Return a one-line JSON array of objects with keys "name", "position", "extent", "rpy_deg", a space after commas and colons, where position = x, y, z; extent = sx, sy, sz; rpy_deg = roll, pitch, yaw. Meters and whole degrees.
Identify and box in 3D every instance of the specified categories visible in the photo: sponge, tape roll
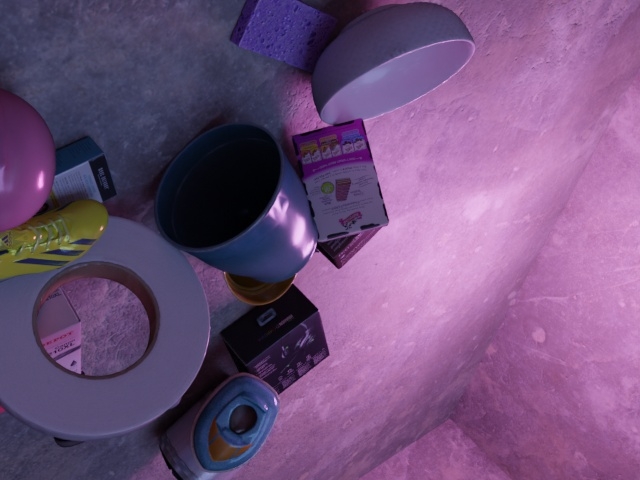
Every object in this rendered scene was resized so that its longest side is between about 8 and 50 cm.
[{"name": "sponge", "position": [-0.064, -0.396, 1.280], "extent": [0.210, 0.031, 0.117], "rpy_deg": [3, 124, -52]}, {"name": "tape roll", "position": [-0.386, 0.141, 1.171], "extent": [0.391, 0.392, 0.072], "rpy_deg": [-25, 169, -31]}]

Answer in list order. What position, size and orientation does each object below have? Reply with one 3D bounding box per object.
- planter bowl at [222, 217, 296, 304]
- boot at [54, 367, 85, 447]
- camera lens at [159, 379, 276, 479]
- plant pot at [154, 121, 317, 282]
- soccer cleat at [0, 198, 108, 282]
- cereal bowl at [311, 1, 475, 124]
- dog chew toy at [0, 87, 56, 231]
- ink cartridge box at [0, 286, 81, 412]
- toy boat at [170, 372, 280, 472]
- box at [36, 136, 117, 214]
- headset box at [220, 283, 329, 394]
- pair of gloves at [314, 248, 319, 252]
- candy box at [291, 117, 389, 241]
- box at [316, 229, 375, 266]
[{"name": "planter bowl", "position": [-0.155, 0.032, 1.550], "extent": [0.217, 0.090, 0.217], "rpy_deg": [-9, 104, -40]}, {"name": "boot", "position": [-0.514, 0.346, 1.514], "extent": [0.262, 0.091, 0.229], "rpy_deg": [-29, 145, -23]}, {"name": "camera lens", "position": [-0.287, 0.544, 1.883], "extent": [0.274, 0.219, 0.219], "rpy_deg": [-42, 148, -8]}, {"name": "plant pot", "position": [-0.138, -0.045, 1.331], "extent": [0.271, 0.271, 0.255], "rpy_deg": [-45, 143, -3]}, {"name": "soccer cleat", "position": [-0.462, 0.004, 1.053], "extent": [0.289, 0.093, 0.121], "rpy_deg": [-25, 167, -27]}, {"name": "cereal bowl", "position": [0.129, -0.372, 1.375], "extent": [0.338, 0.141, 0.339], "rpy_deg": [-23, 174, -3]}, {"name": "dog chew toy", "position": [-0.531, -0.112, 0.892], "extent": [0.331, 0.207, 0.207], "rpy_deg": [1, 126, -41]}, {"name": "ink cartridge box", "position": [-0.542, 0.200, 1.258], "extent": [0.171, 0.100, 0.237], "rpy_deg": [-25, 157, -32]}, {"name": "toy boat", "position": [-0.270, 0.434, 1.695], "extent": [0.268, 0.318, 0.148], "rpy_deg": [-59, -168, -5]}, {"name": "box", "position": [-0.468, -0.072, 1.128], "extent": [0.244, 0.060, 0.101], "rpy_deg": [-31, 146, -24]}, {"name": "headset box", "position": [-0.120, 0.283, 1.878], "extent": [0.246, 0.131, 0.283], "rpy_deg": [-36, 147, -16]}, {"name": "pair of gloves", "position": [0.000, 0.000, 1.821], "extent": [0.074, 0.010, 0.083], "rpy_deg": [5, 122, -53]}, {"name": "candy box", "position": [0.043, -0.126, 1.462], "extent": [0.159, 0.234, 0.071], "rpy_deg": [-14, 175, 2]}, {"name": "box", "position": [0.038, -0.056, 1.600], "extent": [0.168, 0.167, 0.203], "rpy_deg": [-44, 170, -3]}]
